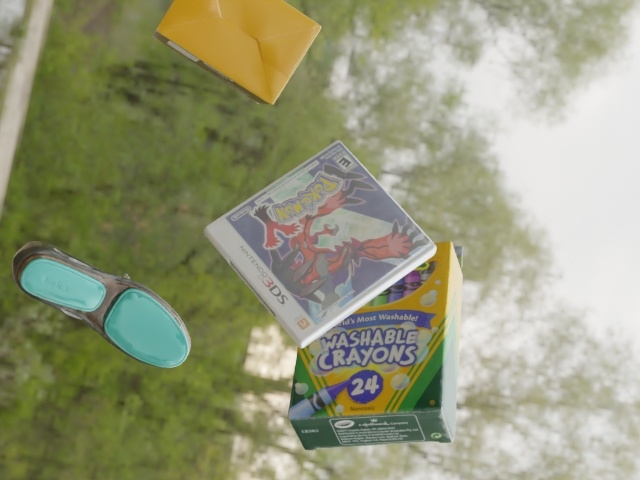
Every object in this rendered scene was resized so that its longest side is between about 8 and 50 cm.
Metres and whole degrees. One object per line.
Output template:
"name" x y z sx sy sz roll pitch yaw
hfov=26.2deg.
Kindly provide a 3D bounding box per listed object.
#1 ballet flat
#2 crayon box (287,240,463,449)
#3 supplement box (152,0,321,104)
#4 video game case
"ballet flat" -0.297 0.077 1.887 0.095 0.280 0.096 -51 -153 6
"crayon box" 0.080 0.117 1.836 0.083 0.203 0.323 67 23 -46
"supplement box" -0.123 -0.297 1.953 0.129 0.191 0.194 -58 -169 1
"video game case" 0.000 0.000 1.580 0.201 0.183 0.023 -34 160 -20
